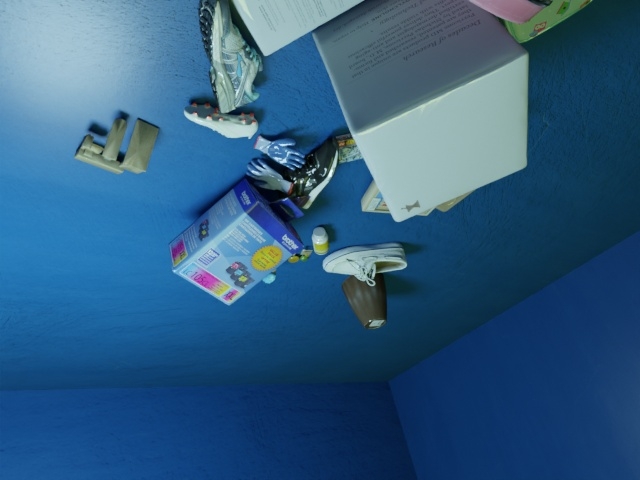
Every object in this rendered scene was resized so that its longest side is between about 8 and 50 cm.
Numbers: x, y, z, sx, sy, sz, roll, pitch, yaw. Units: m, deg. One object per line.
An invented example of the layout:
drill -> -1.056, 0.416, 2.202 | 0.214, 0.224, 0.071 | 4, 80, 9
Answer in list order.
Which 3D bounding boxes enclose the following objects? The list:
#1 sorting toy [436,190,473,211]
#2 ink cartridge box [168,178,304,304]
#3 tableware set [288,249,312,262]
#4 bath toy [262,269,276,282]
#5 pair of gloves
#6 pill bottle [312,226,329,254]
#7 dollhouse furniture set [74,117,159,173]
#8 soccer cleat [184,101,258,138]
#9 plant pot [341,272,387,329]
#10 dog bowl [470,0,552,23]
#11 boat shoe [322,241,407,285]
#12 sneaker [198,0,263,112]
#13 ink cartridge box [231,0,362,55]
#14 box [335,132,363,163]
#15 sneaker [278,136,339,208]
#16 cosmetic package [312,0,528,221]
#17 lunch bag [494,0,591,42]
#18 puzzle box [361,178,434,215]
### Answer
sorting toy -> 0.484, -0.196, 1.519 | 0.193, 0.038, 0.208 | 19, 138, -38
ink cartridge box -> -0.244, -0.006, 1.299 | 0.395, 0.151, 0.270 | -40, 136, 5
tableware set -> -0.115, 0.057, 1.664 | 0.154, 0.024, 0.104 | 0, 145, -22
bath toy -> -0.320, 0.064, 1.507 | 0.151, 0.129, 0.348 | -35, 139, 27
pair of gloves -> -0.134, -0.228, 1.210 | 0.159, 0.023, 0.198 | 25, 130, -5
pill bottle -> 0.000, 0.000, 1.585 | 0.065, 0.065, 0.116 | -12, 145, -3
dollhouse furniture set -> -0.542, -0.257, 1.072 | 0.144, 0.123, 0.151 | 21, 167, -39
soccer cleat -> -0.262, -0.308, 1.071 | 0.196, 0.068, 0.076 | 3, 144, -28
plant pot -> 0.232, 0.296, 1.933 | 0.215, 0.230, 0.215 | -10, 144, -7
dog bowl -> 0.252, -0.519, 0.661 | 0.408, 0.408, 0.150 | 7, 139, -28
boat shoe -> 0.199, 0.117, 1.738 | 0.367, 0.156, 0.136 | -7, 144, -11
sneaker -> -0.197, -0.427, 0.917 | 0.122, 0.110, 0.283 | -18, 154, -16
ink cartridge box -> -0.049, -0.578, 0.772 | 0.330, 0.071, 0.324 | -26, 143, 10
box -> 0.118, -0.294, 1.255 | 0.137, 0.027, 0.094 | -13, 146, -3
sneaker -> -0.046, -0.207, 1.256 | 0.124, 0.107, 0.283 | 12, 137, -24
cosmetic package -> 0.222, -0.327, 0.930 | 0.327, 0.394, 0.329 | -23, 145, 12
lunch bag -> 0.476, -0.600, 0.892 | 0.224, 0.108, 0.279 | -27, 142, 24
puzzle box -> 0.327, -0.208, 1.340 | 0.272, 0.052, 0.409 | 2, 154, -14
